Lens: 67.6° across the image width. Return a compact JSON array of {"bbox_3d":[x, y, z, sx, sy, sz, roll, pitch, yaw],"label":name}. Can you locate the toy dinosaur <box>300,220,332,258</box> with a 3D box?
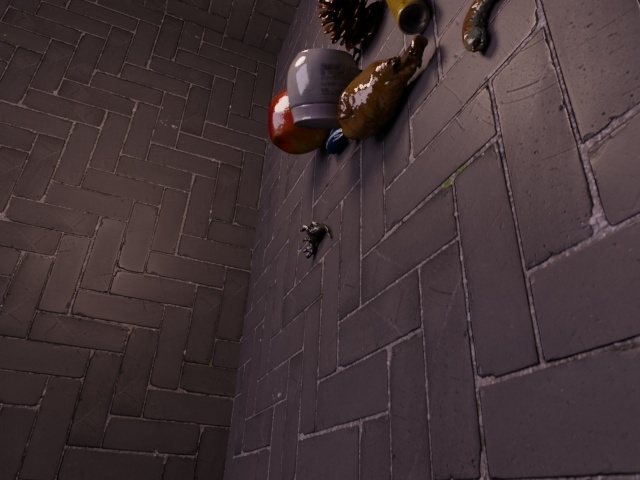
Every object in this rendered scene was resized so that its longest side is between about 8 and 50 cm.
[{"bbox_3d":[0.000,0.000,1.981,0.179,0.087,0.187,34,132,33],"label":"toy dinosaur"}]

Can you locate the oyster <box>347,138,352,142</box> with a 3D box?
[{"bbox_3d":[0.138,-0.453,1.841,0.103,0.051,0.148,-37,32,52],"label":"oyster"}]

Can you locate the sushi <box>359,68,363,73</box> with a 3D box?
[{"bbox_3d":[0.146,-0.635,1.898,0.090,0.078,0.150,-67,27,26],"label":"sushi"}]

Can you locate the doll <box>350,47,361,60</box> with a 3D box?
[{"bbox_3d":[0.115,-0.749,2.093,0.195,0.070,0.096,-61,7,21],"label":"doll"}]

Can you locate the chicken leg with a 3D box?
[{"bbox_3d":[0.204,-0.525,1.561,0.409,0.182,0.295,-46,19,51],"label":"chicken leg"}]

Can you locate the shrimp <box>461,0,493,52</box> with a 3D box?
[{"bbox_3d":[0.405,-0.541,1.141,0.166,0.049,0.161,-36,42,52],"label":"shrimp"}]

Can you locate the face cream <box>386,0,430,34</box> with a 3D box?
[{"bbox_3d":[0.276,-0.807,1.599,0.348,0.105,0.105,-96,27,-44],"label":"face cream"}]

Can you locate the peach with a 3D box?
[{"bbox_3d":[-0.100,-0.550,2.200,0.332,0.308,0.308,-49,9,-22],"label":"peach"}]

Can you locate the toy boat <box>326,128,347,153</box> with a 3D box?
[{"bbox_3d":[0.076,-0.489,2.036,0.210,0.070,0.291,-56,23,36],"label":"toy boat"}]

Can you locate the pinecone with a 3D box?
[{"bbox_3d":[0.109,-0.919,1.952,0.264,0.264,0.264,-166,90,-72],"label":"pinecone"}]

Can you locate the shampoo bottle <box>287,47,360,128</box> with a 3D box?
[{"bbox_3d":[0.012,-0.547,1.762,0.273,0.273,0.266,-164,75,-72],"label":"shampoo bottle"}]
